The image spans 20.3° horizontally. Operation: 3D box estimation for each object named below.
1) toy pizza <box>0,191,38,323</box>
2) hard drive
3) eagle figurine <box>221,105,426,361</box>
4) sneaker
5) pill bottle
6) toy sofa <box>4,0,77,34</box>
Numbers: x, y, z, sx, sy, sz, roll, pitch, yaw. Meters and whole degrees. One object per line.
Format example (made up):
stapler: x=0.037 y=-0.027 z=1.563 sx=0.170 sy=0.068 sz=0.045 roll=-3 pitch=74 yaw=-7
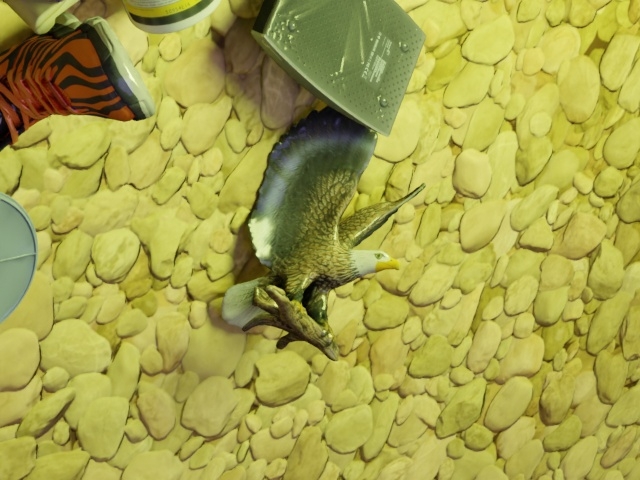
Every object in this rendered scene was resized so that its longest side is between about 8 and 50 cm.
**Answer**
toy pizza: x=-0.424 y=0.029 z=2.099 sx=0.201 sy=0.032 sz=0.201 roll=-19 pitch=124 yaw=-32
hard drive: x=0.022 y=-0.258 z=2.271 sx=0.254 sy=0.054 sz=0.172 roll=35 pitch=68 yaw=-41
eagle figurine: x=0.011 y=0.002 z=2.386 sx=0.226 sy=0.225 sz=0.298 roll=120 pitch=-14 yaw=-61
sneaker: x=-0.295 y=-0.150 z=1.916 sx=0.180 sy=0.321 sz=0.124 roll=-33 pitch=107 yaw=-13
pill bottle: x=-0.194 y=-0.348 z=2.024 sx=0.119 sy=0.119 sz=0.208 roll=-37 pitch=133 yaw=-19
toy sofa: x=-0.354 y=-0.371 z=1.795 sx=0.177 sy=0.150 sz=0.362 roll=-39 pitch=146 yaw=-14
